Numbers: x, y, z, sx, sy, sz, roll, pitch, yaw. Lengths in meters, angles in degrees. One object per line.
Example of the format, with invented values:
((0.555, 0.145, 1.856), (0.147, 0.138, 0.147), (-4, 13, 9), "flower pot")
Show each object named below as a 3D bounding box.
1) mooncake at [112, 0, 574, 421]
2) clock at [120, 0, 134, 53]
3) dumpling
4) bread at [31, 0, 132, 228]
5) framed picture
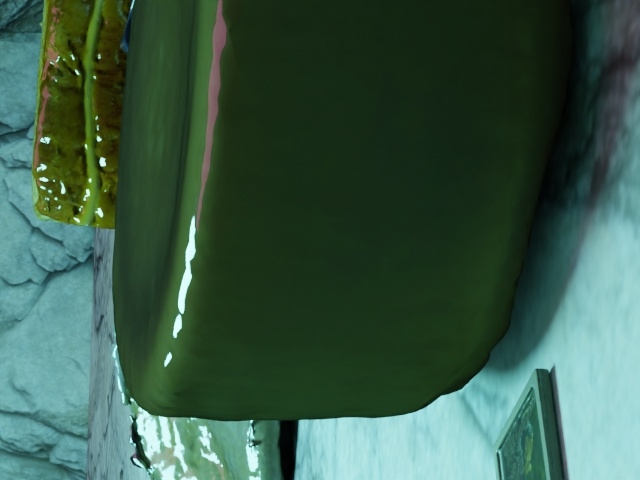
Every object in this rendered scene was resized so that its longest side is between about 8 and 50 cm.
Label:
((0.003, -0.060, 0.820), (0.284, 0.155, 0.284), (-174, 90, -79), "mooncake")
((-0.095, -0.221, 1.506), (0.199, 0.146, 0.243), (-91, 3, -51), "clock")
((-0.065, 0.089, 1.351), (0.166, 0.086, 0.332), (12, 98, 47), "dumpling")
((-0.178, -0.145, 1.816), (0.114, 0.185, 0.274), (-173, 88, -84), "bread")
((0.081, 0.103, 0.736), (0.066, 0.007, 0.089), (108, 162, -54), "framed picture")
